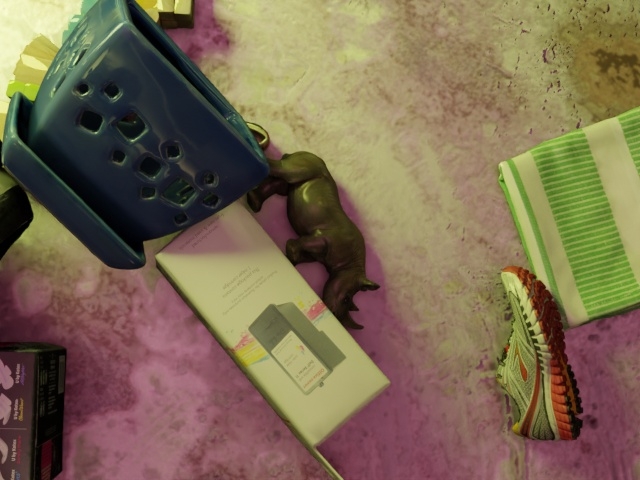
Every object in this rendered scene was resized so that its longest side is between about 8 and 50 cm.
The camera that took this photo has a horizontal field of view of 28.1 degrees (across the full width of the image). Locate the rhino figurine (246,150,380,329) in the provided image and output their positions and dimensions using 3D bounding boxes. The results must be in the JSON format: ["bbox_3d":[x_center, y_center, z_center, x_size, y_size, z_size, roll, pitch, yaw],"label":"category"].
[{"bbox_3d":[0.000,0.000,1.580,0.106,0.073,0.243,-26,90,-23],"label":"rhino figurine"}]

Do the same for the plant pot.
[{"bbox_3d":[-0.218,-0.117,1.425,0.212,0.236,0.236,-42,113,4],"label":"plant pot"}]

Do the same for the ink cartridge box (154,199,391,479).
[{"bbox_3d":[-0.039,0.124,1.504,0.119,0.207,0.353,-39,91,-8],"label":"ink cartridge box"}]

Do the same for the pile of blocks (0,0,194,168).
[{"bbox_3d":[-0.285,-0.226,1.559,0.149,0.112,0.362,38,84,-1],"label":"pile of blocks"}]

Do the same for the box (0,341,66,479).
[{"bbox_3d":[-0.377,0.197,1.457,0.142,0.247,0.163,2,86,-5],"label":"box"}]

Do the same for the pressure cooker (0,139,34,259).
[{"bbox_3d":[-0.570,-0.053,1.370,0.420,0.375,0.370,45,120,-6],"label":"pressure cooker"}]

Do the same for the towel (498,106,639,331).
[{"bbox_3d":[0.411,-0.042,1.629,0.325,0.038,0.248,-20,87,-5],"label":"towel"}]

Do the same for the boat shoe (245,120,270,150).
[{"bbox_3d":[-0.131,-0.134,1.598,0.137,0.043,0.049,10,88,-2],"label":"boat shoe"}]

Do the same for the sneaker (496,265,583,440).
[{"bbox_3d":[0.252,0.142,1.574,0.093,0.088,0.225,-12,92,24],"label":"sneaker"}]
